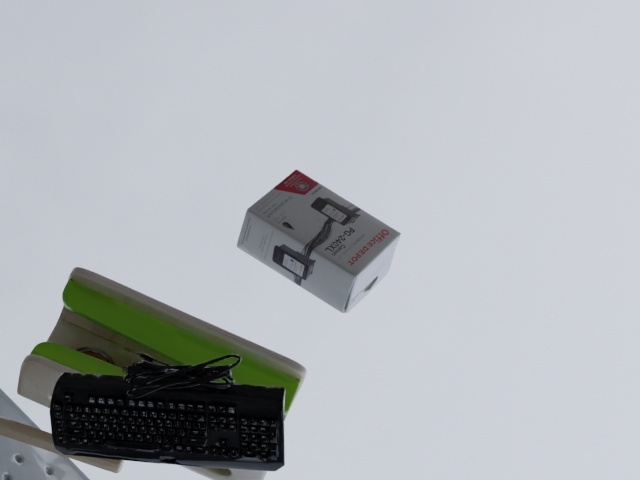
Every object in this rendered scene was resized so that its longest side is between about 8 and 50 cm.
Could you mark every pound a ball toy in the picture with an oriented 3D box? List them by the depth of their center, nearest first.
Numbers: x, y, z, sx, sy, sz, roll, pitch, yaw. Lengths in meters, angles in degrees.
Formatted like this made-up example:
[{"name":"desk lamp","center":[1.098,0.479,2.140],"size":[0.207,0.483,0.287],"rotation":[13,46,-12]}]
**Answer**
[{"name":"pound a ball toy","center":[-0.203,0.177,1.487],"size":[0.319,0.136,0.208],"rotation":[23,-123,-1]}]

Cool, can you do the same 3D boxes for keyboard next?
[{"name":"keyboard","center":[-0.124,0.138,1.130],"size":[0.192,0.100,0.038],"rotation":[2,-161,7]}]

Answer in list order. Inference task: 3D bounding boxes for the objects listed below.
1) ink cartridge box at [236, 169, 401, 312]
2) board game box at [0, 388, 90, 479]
[{"name":"ink cartridge box","center":[0.000,0.000,1.619],"size":[0.150,0.063,0.109],"rotation":[31,-139,15]},{"name":"board game box","center":[-0.295,0.400,1.431],"size":[0.050,0.390,0.390],"rotation":[-30,-161,30]}]
